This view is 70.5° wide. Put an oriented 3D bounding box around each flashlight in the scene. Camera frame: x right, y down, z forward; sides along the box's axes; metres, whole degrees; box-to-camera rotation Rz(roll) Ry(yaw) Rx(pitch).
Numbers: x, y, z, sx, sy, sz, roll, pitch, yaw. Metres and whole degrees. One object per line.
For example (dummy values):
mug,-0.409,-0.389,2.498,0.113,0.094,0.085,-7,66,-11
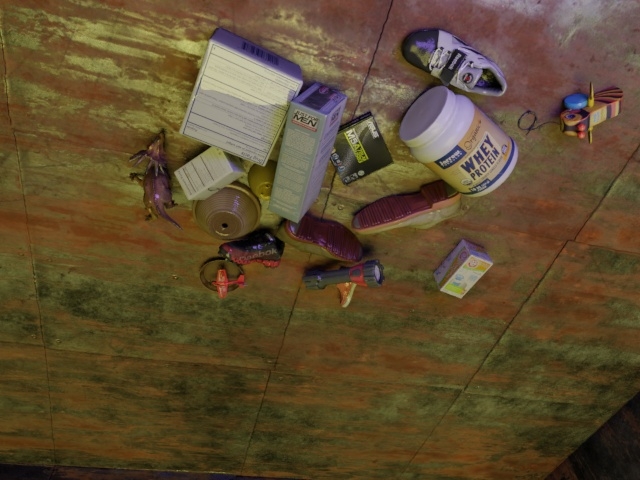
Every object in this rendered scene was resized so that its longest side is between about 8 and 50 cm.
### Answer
flashlight,0.088,0.140,1.720,0.304,0.103,0.103,-11,113,32

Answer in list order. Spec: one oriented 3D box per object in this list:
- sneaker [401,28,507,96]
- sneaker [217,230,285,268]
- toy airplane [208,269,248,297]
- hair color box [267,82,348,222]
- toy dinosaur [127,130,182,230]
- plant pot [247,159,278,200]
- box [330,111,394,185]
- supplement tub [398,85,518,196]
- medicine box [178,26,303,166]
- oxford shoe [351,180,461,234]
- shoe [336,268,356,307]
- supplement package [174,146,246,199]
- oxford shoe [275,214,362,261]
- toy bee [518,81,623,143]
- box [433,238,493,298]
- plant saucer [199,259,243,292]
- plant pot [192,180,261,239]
sneaker,0.395,-0.503,1.296,0.331,0.146,0.122,14,125,-13
sneaker,-0.235,0.023,1.614,0.276,0.097,0.135,9,121,-47
toy airplane,-0.355,0.161,1.751,0.151,0.028,0.151,-3,128,-3
hair color box,-0.043,-0.259,1.375,0.114,0.185,0.374,24,130,7
toy dinosaur,-0.514,-0.170,1.412,0.127,0.295,0.200,-15,171,-24
plant pot,-0.177,-0.185,1.505,0.135,0.095,0.134,-2,127,-3
box,0.120,-0.296,1.483,0.184,0.045,0.190,-22,125,15
supplement tub,0.420,-0.301,1.394,0.316,0.228,0.228,30,118,-24
medicine box,-0.229,-0.404,1.306,0.264,0.149,0.289,19,123,-18
oxford shoe,0.311,-0.079,1.607,0.398,0.140,0.146,-15,133,9
shoe,0.091,0.190,1.832,0.081,0.063,0.177,13,119,-13
supplement package,-0.349,-0.216,1.439,0.179,0.105,0.105,-29,88,16
oxford shoe,0.000,0.000,1.672,0.349,0.122,0.130,25,152,-27
toy bee,0.817,-0.374,1.419,0.298,0.162,0.195,-36,123,20
box,0.559,0.112,1.788,0.114,0.103,0.203,21,122,-20
plant saucer,-0.385,0.134,1.765,0.169,0.029,0.168,-3,126,-4
plant pot,-0.324,-0.082,1.561,0.238,0.109,0.237,-3,126,-4
